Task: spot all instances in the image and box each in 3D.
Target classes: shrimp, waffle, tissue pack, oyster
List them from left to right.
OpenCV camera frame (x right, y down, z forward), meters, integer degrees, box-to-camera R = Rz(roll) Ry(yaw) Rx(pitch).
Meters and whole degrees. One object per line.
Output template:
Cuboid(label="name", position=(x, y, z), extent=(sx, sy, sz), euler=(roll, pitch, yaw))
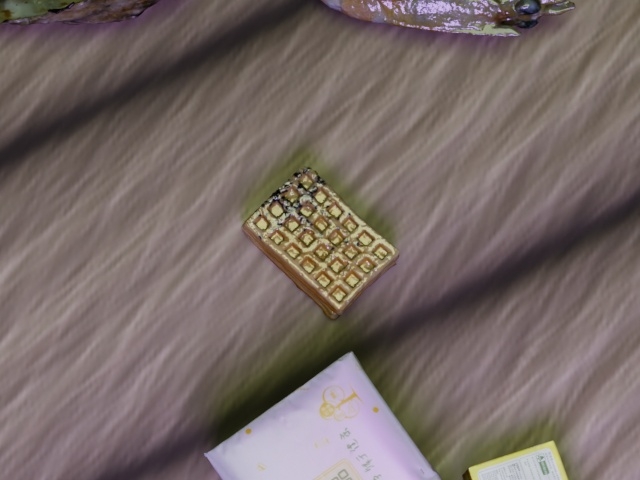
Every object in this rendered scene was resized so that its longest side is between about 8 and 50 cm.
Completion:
Cuboid(label="oyster", position=(-0.234, -0.308, 1.864), extent=(0.294, 0.094, 0.166), euler=(-22, 58, 5))
Cuboid(label="waffle", position=(0.000, 0.000, 1.799), extent=(0.102, 0.042, 0.148), euler=(-44, 79, -10))
Cuboid(label="tissue pack", position=(0.024, 0.258, 1.694), extent=(0.185, 0.124, 0.225), euler=(-35, 78, -6))
Cuboid(label="shrimp", position=(0.127, -0.306, 1.859), extent=(0.317, 0.077, 0.168), euler=(12, 74, 6))
Cuboid(label="tissue pack", position=(0.218, 0.302, 1.714), extent=(0.095, 0.062, 0.176), euler=(-18, 76, -6))
